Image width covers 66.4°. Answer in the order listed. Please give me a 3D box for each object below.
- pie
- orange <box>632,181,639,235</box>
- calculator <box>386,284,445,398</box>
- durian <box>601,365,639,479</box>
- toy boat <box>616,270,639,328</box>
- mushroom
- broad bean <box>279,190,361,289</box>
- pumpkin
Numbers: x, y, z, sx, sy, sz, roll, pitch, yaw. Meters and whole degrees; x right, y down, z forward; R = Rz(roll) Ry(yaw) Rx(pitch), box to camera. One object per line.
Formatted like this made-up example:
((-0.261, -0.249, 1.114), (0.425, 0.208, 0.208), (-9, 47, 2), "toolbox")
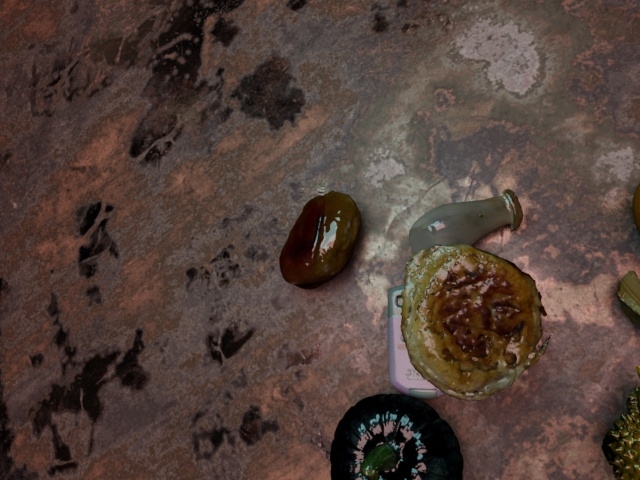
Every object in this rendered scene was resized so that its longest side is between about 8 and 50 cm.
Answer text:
((0.279, 0.155, 0.914), (0.307, 0.085, 0.309), (0, 84, -1), "pie")
((0.629, -0.050, 0.814), (0.205, 0.206, 0.206), (-4, 78, 19), "orange")
((0.206, 0.194, 0.996), (0.141, 0.045, 0.246), (-3, 78, 19), "calculator")
((0.525, 0.327, 0.781), (0.137, 0.193, 0.238), (-22, 66, 24), "durian")
((0.619, 0.159, 0.779), (0.115, 0.089, 0.310), (-37, 41, 8), "toy boat")
((0.290, -0.033, 0.992), (0.225, 0.093, 0.116), (-30, 88, 2), "mushroom")
((0.000, 0.001, 1.067), (0.156, 0.122, 0.229), (24, 82, 47), "broad bean")
((0.127, 0.398, 0.879), (0.247, 0.248, 0.248), (-4, 78, 19), "pumpkin")
